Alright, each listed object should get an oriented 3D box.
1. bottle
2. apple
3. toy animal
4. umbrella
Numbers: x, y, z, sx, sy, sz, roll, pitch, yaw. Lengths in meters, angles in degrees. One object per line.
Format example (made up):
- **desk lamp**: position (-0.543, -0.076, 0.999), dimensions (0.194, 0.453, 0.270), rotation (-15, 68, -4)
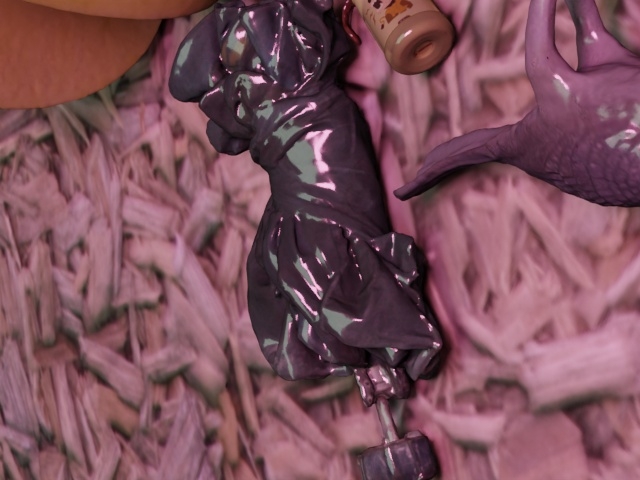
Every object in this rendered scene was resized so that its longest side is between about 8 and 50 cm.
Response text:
- **bottle**: position (0.041, -0.153, 1.264), dimensions (0.101, 0.063, 0.047), rotation (58, 166, 31)
- **apple**: position (-0.204, -0.234, 1.399), dimensions (0.292, 0.254, 0.292), rotation (6, 97, 53)
- **toy animal**: position (0.148, -0.077, 1.095), dimensions (0.367, 0.081, 0.205), rotation (18, 132, 48)
- **umbrella**: position (-0.001, 0.000, 1.316), dimensions (0.143, 0.094, 0.348), rotation (-21, 83, 58)
